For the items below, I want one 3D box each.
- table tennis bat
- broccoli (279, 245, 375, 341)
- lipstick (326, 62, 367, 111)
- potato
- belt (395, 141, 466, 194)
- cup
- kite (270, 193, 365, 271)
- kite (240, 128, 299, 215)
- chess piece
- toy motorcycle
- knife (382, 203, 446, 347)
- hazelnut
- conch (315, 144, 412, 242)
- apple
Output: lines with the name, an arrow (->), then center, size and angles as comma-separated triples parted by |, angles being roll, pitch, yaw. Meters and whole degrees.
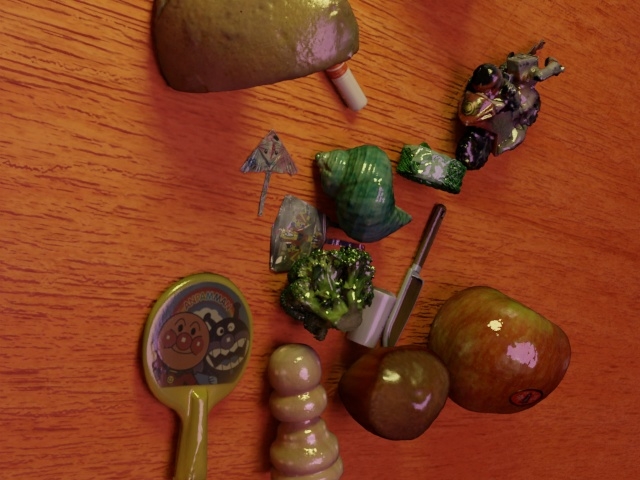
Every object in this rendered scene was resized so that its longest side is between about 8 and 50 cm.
table tennis bat -> -0.208, 0.237, 1.595 | 0.224, 0.054, 0.369 | 3, 94, -44
broccoli -> 0.022, 0.091, 1.705 | 0.195, 0.156, 0.195 | -20, 128, -27
lipstick -> 0.040, -0.293, 1.719 | 0.038, 0.038, 0.131 | -53, 131, -21
potato -> -0.107, -0.340, 1.417 | 0.189, 0.264, 0.211 | -41, 131, -42
belt -> 0.219, -0.149, 1.870 | 0.151, 0.121, 0.079 | 18, 89, -40
cup -> 0.102, 0.150, 1.873 | 0.104, 0.074, 0.116 | 26, 84, -73
kite -> 0.001, 0.000, 1.769 | 0.245, 0.015, 0.141 | 11, 94, -44
kite -> -0.087, -0.119, 1.660 | 0.137, 0.005, 0.153 | -4, 103, -43
chess piece -> -0.039, 0.314, 1.737 | 0.142, 0.142, 0.261 | -17, 104, -41
toy motorcycle -> 0.406, -0.317, 2.009 | 0.401, 0.134, 0.207 | -36, 129, -32
knife -> 0.198, 0.085, 1.973 | 0.061, 0.027, 0.343 | 36, 74, -47
hazelnut -> 0.146, 0.296, 1.838 | 0.210, 0.186, 0.210 | -23, 148, -15
conch -> 0.074, -0.088, 1.738 | 0.134, 0.196, 0.202 | -29, 102, -10
apple -> 0.367, 0.242, 2.012 | 0.309, 0.277, 0.250 | 26, 94, -19
